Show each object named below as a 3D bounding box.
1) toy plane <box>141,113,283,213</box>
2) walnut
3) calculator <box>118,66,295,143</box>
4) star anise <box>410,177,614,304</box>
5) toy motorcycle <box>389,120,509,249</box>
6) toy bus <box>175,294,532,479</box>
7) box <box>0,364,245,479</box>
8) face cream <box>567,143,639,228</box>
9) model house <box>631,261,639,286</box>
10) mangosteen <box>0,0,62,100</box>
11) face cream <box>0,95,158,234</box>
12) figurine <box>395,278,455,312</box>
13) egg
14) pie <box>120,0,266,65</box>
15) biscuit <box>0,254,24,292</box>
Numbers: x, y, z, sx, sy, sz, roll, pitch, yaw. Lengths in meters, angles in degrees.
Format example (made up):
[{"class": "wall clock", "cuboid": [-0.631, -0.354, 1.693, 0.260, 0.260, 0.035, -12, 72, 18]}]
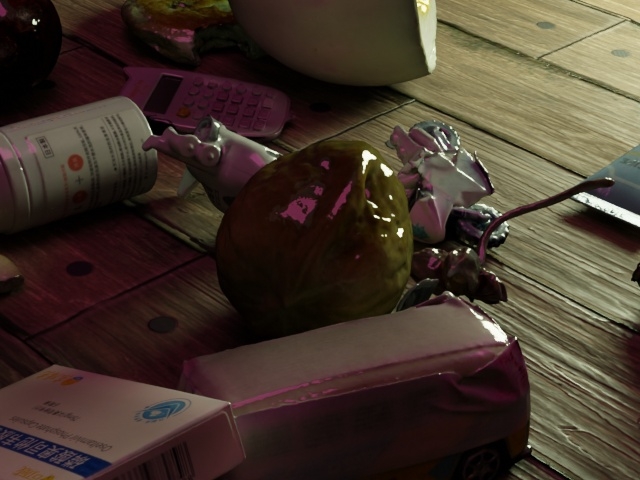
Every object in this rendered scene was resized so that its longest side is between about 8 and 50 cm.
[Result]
[{"class": "toy plane", "cuboid": [-0.122, -0.095, 1.763, 0.252, 0.118, 0.252, 22, 0, 0]}, {"class": "walnut", "cuboid": [0.000, 0.000, 1.559, 0.227, 0.283, 0.283, 33, 34, -5]}, {"class": "calculator", "cuboid": [-0.185, -0.209, 2.064, 0.294, 0.043, 0.194, 9, 31, 3]}, {"class": "star anise", "cuboid": [0.228, -0.019, 1.626, 0.218, 0.148, 0.227, 21, 73, 9]}, {"class": "toy motorcycle", "cuboid": [0.131, -0.074, 1.803, 0.204, 0.108, 0.239, -9, 34, -18]}, {"class": "toy bus", "cuboid": [0.042, 0.176, 1.350, 0.386, 0.162, 0.171, -11, 34, -22]}, {"class": "box", "cuboid": [-0.252, 0.200, 1.252, 0.200, 0.065, 0.343, -25, 17, -35]}, {"class": "face cream", "cuboid": [0.524, -0.123, 1.944, 0.135, 0.086, 0.385, 28, 44, 34]}, {"class": "model house", "cuboid": [0.529, 0.036, 1.638, 0.183, 0.166, 0.172, -9, 46, -46]}, {"class": "mangosteen", "cuboid": [-0.521, -0.355, 2.056, 0.235, 0.261, 0.235, 1, 30, -1]}, {"class": "face cream", "cuboid": [-0.410, -0.084, 1.740, 0.369, 0.145, 0.145, -18, 38, -32]}, {"class": "figurine", "cuboid": [0.129, 0.096, 1.545, 0.082, 0.086, 0.094, 32, 82, 28]}, {"class": "egg", "cuboid": [0.010, -0.423, 2.144, 0.339, 0.354, 0.354, -4, 31, 12]}, {"class": "pie", "cuboid": [-0.213, -0.394, 2.327, 0.302, 0.067, 0.302, 3, 31, -2]}, {"class": "biscuit", "cuboid": [-0.501, 0.056, 1.613, 0.265, 0.040, 0.188, -6, 31, -14]}]
